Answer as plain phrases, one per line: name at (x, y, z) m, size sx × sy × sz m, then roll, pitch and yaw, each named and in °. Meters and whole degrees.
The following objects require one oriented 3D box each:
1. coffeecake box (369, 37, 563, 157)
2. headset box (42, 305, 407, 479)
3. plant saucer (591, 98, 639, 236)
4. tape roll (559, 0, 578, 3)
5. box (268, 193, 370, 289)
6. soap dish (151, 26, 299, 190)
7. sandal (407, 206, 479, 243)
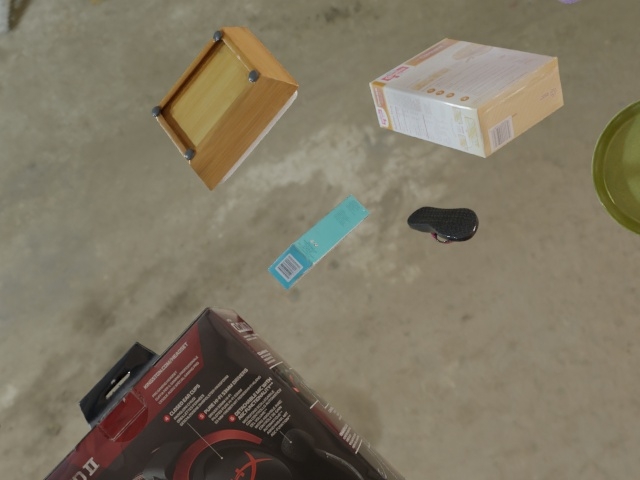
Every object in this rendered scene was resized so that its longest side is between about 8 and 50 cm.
coffeecake box at (0.177, -0.181, 1.128) m, size 0.142 × 0.068 × 0.185 m, roll -34°, pitch 35°, yaw -25°
headset box at (-0.074, 0.209, 0.744) m, size 0.293 × 0.110 × 0.218 m, roll 43°, pitch 90°, yaw 7°
plant saucer at (0.567, -0.119, 1.502) m, size 0.241 × 0.037 × 0.241 m, roll 1°, pitch 93°, yaw 11°
tape roll at (0.304, -0.399, 0.986) m, size 0.090 × 0.275 × 0.275 m, roll 27°, pitch 69°, yaw -12°
box at (0.000, 0.000, 1.867) m, size 0.060 × 0.244 × 0.100 m, roll 46°, pitch 130°, yaw 2°
soap dish at (-0.208, -0.286, 1.915) m, size 0.291 × 0.118 × 0.229 m, roll -48°, pitch 55°, yaw 15°
sandal at (0.207, -0.022, 1.502) m, size 0.067 × 0.040 × 0.179 m, roll -38°, pitch 21°, yaw -15°
